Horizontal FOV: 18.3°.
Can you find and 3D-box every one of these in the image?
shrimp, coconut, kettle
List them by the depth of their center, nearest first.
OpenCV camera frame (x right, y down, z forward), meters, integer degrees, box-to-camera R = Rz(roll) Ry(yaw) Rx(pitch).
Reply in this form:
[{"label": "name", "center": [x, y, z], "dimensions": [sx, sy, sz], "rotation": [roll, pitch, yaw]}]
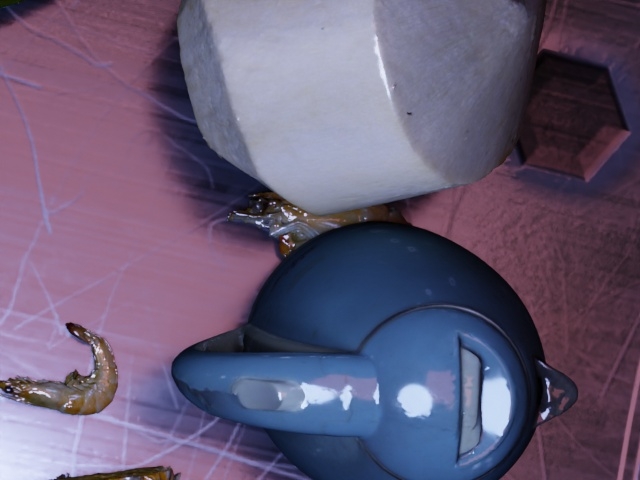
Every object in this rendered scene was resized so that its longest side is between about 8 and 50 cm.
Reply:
[{"label": "kettle", "center": [0.036, 0.114, 1.642], "dimensions": [0.319, 0.342, 0.247], "rotation": [-1, 93, -7]}, {"label": "coconut", "center": [0.047, -0.172, 1.703], "dimensions": [0.323, 0.323, 0.323], "rotation": [1, 83, -11]}, {"label": "shrimp", "center": [-0.236, 0.113, 1.768], "dimensions": [0.114, 0.023, 0.083], "rotation": [6, 79, -15]}, {"label": "shrimp", "center": [0.000, 0.000, 1.825], "dimensions": [0.180, 0.041, 0.099], "rotation": [14, 95, -10]}]

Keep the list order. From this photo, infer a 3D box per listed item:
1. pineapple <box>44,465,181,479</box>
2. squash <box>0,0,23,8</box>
[{"label": "pineapple", "center": [-0.220, 0.239, 1.697], "dimensions": [0.233, 0.135, 0.079], "rotation": [-4, 84, -13]}, {"label": "squash", "center": [-0.318, -0.237, 1.767], "dimensions": [0.331, 0.087, 0.087], "rotation": [-20, 87, -14]}]
